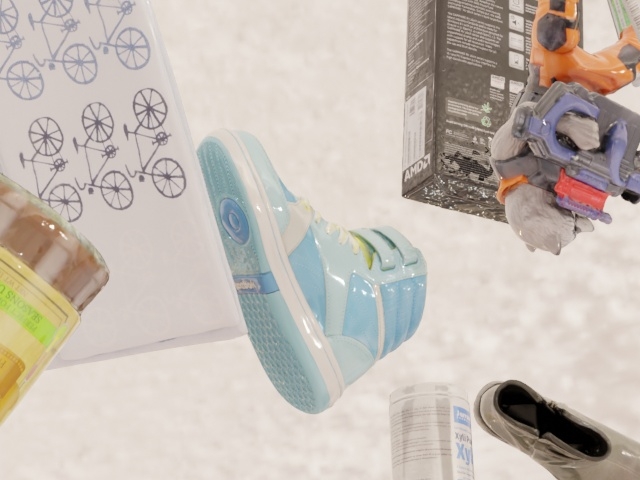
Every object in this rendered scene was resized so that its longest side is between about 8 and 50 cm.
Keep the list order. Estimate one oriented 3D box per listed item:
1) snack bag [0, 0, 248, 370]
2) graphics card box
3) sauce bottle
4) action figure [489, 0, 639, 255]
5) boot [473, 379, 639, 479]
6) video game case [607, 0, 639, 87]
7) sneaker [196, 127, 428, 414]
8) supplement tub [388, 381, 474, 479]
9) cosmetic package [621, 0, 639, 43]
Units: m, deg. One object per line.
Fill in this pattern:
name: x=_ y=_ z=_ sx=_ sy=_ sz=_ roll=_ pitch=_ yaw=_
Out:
snack bag: x=-0.251 y=-0.045 z=1.283 sx=0.342 sy=0.323 sz=0.037 roll=-12 pitch=-170 yaw=24
graphics card box: x=0.227 y=-0.210 z=2.026 sx=0.232 sy=0.371 sz=0.094 roll=13 pitch=155 yaw=-25
sauce bottle: x=-0.250 y=0.120 z=0.828 sx=0.111 sy=0.344 sz=0.111 roll=32 pitch=165 yaw=9
action figure: x=0.288 y=-0.132 z=1.667 sx=0.178 sy=0.330 sz=0.341 roll=6 pitch=163 yaw=47
boot: x=0.276 y=0.222 z=1.646 sx=0.246 sy=0.083 sz=0.161 roll=27 pitch=174 yaw=-3
video game case: x=0.466 y=-0.320 z=2.009 sx=0.193 sy=0.212 sz=0.023 roll=-19 pitch=153 yaw=17
sneaker: x=0.000 y=0.000 z=1.655 sx=0.208 sy=0.319 sz=0.127 roll=-30 pitch=-159 yaw=-28
supplement tub: x=0.093 y=0.180 z=1.316 sx=0.071 sy=0.107 sz=0.071 roll=-1 pitch=156 yaw=0
cosmetic package: x=0.388 y=-0.085 z=1.018 sx=0.284 sy=0.377 sz=0.097 roll=-24 pitch=-178 yaw=4
